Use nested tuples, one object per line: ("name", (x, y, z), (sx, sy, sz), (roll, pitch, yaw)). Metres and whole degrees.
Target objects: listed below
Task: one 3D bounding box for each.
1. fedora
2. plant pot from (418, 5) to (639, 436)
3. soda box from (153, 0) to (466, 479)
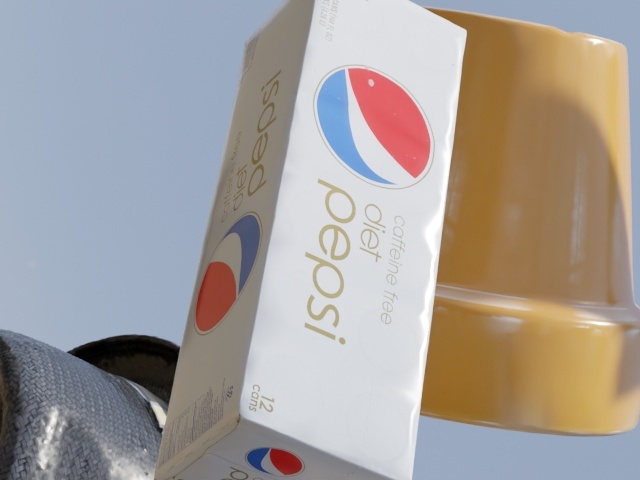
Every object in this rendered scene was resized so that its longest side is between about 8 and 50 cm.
("fedora", (-0.215, 0.177, 1.328), (0.152, 0.334, 0.334), (44, 1, -36))
("plant pot", (0.076, -0.017, 0.950), (0.205, 0.205, 0.188), (-160, -101, -66))
("soda box", (0.000, 0.000, 0.724), (0.069, 0.074, 0.216), (-40, -148, 49))
